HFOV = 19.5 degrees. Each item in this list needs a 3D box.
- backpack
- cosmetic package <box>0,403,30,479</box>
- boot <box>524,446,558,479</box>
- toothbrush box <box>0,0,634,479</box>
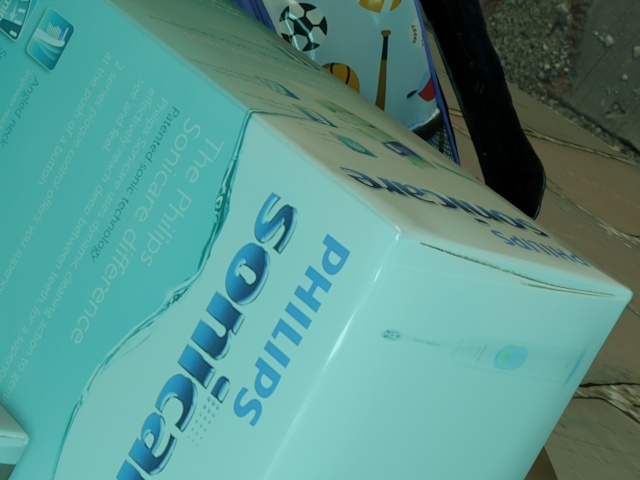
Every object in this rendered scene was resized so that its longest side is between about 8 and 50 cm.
[{"bbox_3d":[-0.024,-0.107,1.131,0.213,0.263,0.276,-21,34,-19],"label":"backpack"},{"bbox_3d":[-0.213,0.032,0.592,0.127,0.107,0.238,15,22,-46],"label":"cosmetic package"},{"bbox_3d":[0.020,0.075,0.921,0.115,0.112,0.305,13,19,-17],"label":"boot"},{"bbox_3d":[-0.077,0.025,0.641,0.126,0.216,0.295,13,19,-48],"label":"toothbrush box"}]
